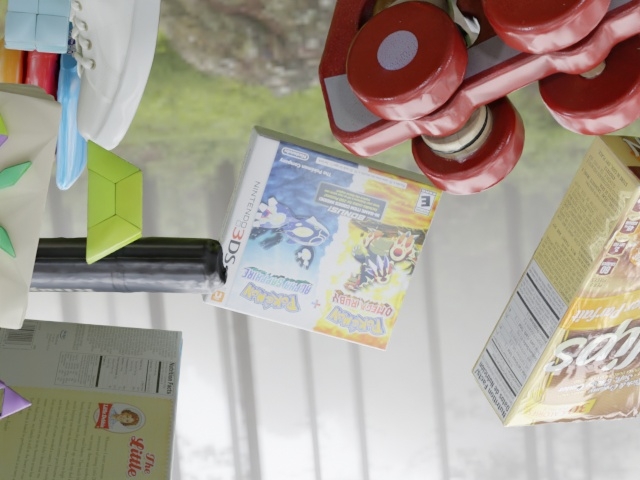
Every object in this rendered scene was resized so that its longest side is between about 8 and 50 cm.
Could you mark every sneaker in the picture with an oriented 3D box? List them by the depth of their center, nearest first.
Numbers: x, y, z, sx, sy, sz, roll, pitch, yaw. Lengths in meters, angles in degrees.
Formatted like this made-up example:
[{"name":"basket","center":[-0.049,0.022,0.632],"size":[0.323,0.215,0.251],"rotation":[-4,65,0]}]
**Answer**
[{"name":"sneaker","center":[-0.201,-0.227,1.160],"size":[0.123,0.290,0.106],"rotation":[6,-169,-24]}]

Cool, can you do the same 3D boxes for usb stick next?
[{"name":"usb stick","center":[-0.212,0.019,1.042],"size":[0.277,0.045,0.077],"rotation":[1,179,0]}]

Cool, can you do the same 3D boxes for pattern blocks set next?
[{"name":"pattern blocks set","center":[-0.267,-0.029,0.933],"size":[0.285,0.325,0.026],"rotation":[-6,169,-12]}]

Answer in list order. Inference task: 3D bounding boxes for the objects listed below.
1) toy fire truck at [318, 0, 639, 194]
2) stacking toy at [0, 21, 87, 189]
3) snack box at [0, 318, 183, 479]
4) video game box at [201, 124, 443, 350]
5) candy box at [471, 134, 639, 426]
[{"name":"toy fire truck","center":[0.136,-0.203,1.147],"size":[0.302,0.254,0.169],"rotation":[-24,144,19]},{"name":"stacking toy","center":[-0.416,-0.174,1.538],"size":[0.301,0.166,0.175],"rotation":[4,-142,-7]},{"name":"snack box","center":[-0.231,0.197,1.257],"size":[0.187,0.060,0.322],"rotation":[5,-146,-6]},{"name":"video game box","center":[0.000,0.000,1.375],"size":[0.205,0.187,0.048],"rotation":[15,-164,-13]},{"name":"candy box","center":[0.299,0.046,1.342],"size":[0.182,0.316,0.088],"rotation":[1,-141,-28]}]
